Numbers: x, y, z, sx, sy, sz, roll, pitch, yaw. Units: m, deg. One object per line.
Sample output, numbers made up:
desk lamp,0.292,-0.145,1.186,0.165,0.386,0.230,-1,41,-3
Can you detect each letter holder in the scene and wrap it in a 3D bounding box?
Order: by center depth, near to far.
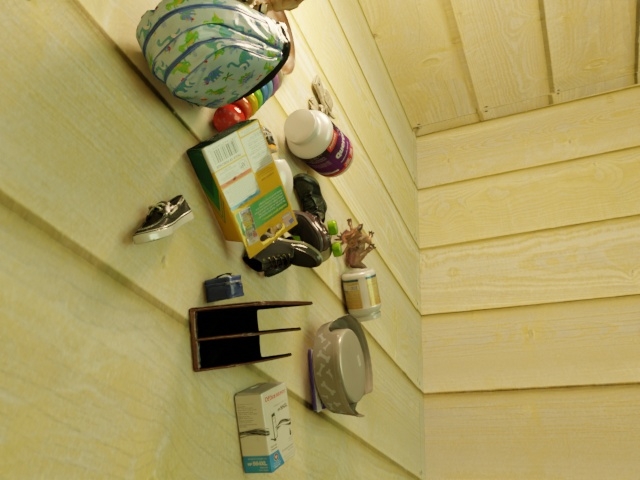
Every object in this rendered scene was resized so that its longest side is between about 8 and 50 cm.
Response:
letter holder,-0.152,0.234,1.411,0.301,0.214,0.152,15,67,-66

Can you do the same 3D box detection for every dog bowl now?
dog bowl,0.079,0.434,1.919,0.348,0.102,0.349,-11,90,-69

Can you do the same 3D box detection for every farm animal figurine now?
farm animal figurine,-0.218,-0.791,1.743,0.330,0.172,0.327,40,60,-34

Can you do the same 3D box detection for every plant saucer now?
plant saucer,-0.176,-0.742,1.987,0.310,0.050,0.311,-10,90,-67

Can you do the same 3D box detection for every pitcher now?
pitcher,-0.153,-0.140,1.694,0.177,0.125,0.207,-32,121,-70

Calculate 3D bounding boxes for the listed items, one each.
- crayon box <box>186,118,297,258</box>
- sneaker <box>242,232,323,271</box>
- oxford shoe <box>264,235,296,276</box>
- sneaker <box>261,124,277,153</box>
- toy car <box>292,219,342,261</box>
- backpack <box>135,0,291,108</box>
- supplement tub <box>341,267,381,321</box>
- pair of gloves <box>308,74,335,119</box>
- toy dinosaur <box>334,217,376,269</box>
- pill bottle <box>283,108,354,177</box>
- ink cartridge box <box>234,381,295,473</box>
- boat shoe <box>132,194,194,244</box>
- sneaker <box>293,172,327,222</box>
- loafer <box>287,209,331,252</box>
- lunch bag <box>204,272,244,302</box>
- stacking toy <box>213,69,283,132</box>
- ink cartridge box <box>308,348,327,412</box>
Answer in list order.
crayon box,-0.206,-0.140,1.517,0.203,0.083,0.323,-38,119,-36
sneaker,-0.111,0.058,1.621,0.118,0.221,0.083,-65,167,-46
oxford shoe,-0.132,0.047,1.742,0.096,0.082,0.227,59,23,-8
sneaker,-0.200,-0.321,1.718,0.215,0.084,0.083,13,65,-76
toy car,0.000,0.000,1.989,0.188,0.154,0.149,-21,100,-80
backpack,-0.267,-0.460,1.351,0.355,0.290,0.274,22,47,-57
supplement tub,0.172,0.224,2.292,0.144,0.144,0.200,-17,97,-68
pair of gloves,0.006,-0.556,2.360,0.204,0.042,0.240,51,34,-44
toy dinosaur,0.144,0.036,2.352,0.200,0.127,0.296,-53,142,-52
pill bottle,-0.007,-0.362,2.058,0.323,0.181,0.182,27,56,-63
ink cartridge box,-0.146,0.494,1.486,0.148,0.085,0.203,0,81,-67
boat shoe,-0.355,-0.049,1.233,0.219,0.077,0.070,-60,136,-69
sneaker,-0.036,-0.137,2.018,0.228,0.087,0.130,64,21,-47
loafer,-0.027,-0.044,1.749,0.302,0.095,0.109,-146,-133,-60
lunch bag,-0.241,0.116,1.399,0.067,0.098,0.065,-5,83,-62
stacking toy,-0.223,-0.424,1.643,0.141,0.141,0.330,64,32,-35
ink cartridge box,0.002,0.472,1.905,0.208,0.045,0.207,22,60,-66
